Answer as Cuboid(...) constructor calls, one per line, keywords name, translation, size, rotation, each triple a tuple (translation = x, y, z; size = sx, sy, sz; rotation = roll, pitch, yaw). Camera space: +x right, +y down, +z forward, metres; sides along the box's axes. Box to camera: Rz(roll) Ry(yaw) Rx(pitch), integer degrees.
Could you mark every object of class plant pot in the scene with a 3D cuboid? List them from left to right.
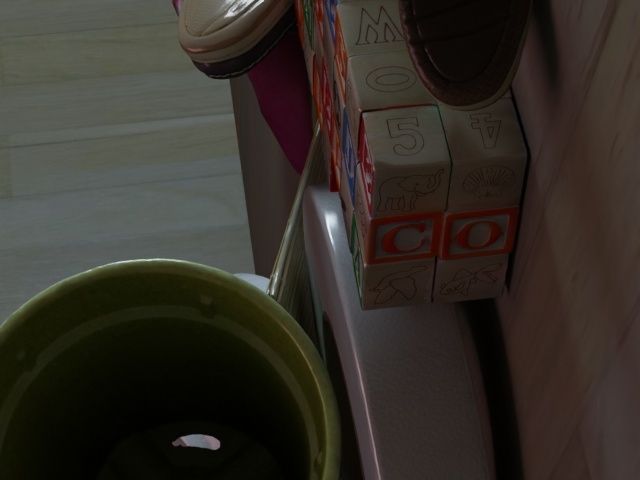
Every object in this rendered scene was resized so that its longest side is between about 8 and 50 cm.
Cuboid(name="plant pot", translation=(-0.115, 0.187, 1.340), size=(0.254, 0.276, 0.276), rotation=(81, -179, -67))

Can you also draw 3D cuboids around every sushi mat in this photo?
Cuboid(name="sushi mat", translation=(0.000, 0.000, 1.477), size=(0.317, 0.019, 0.151), rotation=(-75, -21, -49))

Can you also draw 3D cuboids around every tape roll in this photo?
Cuboid(name="tape roll", translation=(0.054, 0.146, 1.238), size=(0.392, 0.072, 0.392), rotation=(171, 90, -86))

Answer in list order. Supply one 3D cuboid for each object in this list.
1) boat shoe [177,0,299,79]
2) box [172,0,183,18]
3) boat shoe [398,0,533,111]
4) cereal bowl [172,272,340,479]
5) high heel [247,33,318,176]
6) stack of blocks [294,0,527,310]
Cuboid(name="boat shoe", translation=(-0.019, -0.201, 1.342), size=(0.092, 0.102, 0.285), rotation=(66, -149, -33))
Cuboid(name="box", translation=(-0.114, -0.360, 2.142), size=(0.300, 0.142, 0.154), rotation=(-116, 22, -74))
Cuboid(name="boat shoe", translation=(0.078, -0.146, 0.923), size=(0.072, 0.068, 0.190), rotation=(67, -157, -66))
Cuboid(name="cereal bowl", translation=(-0.076, 0.207, 1.664), size=(0.339, 0.141, 0.339), rotation=(36, 137, 42))
Cuboid(name="high heel", translation=(-0.081, -0.205, 1.581), size=(0.127, 0.181, 0.377), rotation=(-68, -24, -46))
Cuboid(name="stack of blocks", translation=(0.046, -0.103, 1.097), size=(0.171, 0.087, 0.297), rotation=(91, 171, -51))
